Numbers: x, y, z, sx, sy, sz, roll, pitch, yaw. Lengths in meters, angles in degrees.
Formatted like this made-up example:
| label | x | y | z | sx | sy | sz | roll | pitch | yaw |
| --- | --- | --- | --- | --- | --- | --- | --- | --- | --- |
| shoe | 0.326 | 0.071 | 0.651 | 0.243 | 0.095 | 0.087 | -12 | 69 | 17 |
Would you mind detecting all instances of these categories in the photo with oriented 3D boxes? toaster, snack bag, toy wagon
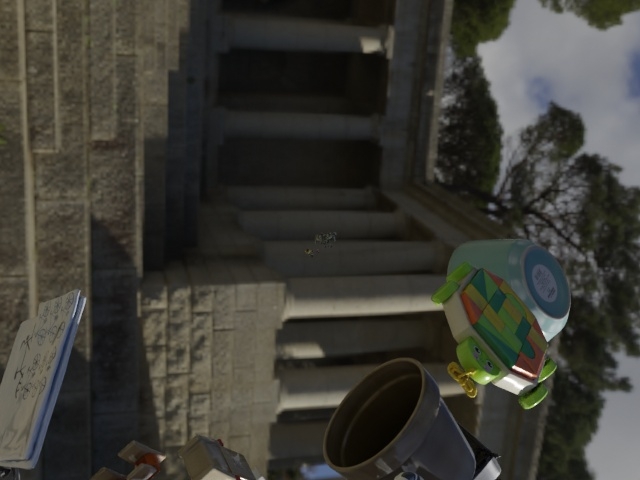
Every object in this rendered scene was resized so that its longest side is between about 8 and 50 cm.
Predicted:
| label | x | y | z | sx | sy | sz | roll | pitch | yaw |
| --- | --- | --- | --- | --- | --- | --- | --- | --- | --- |
| toaster | 0.389 | 0.621 | 2.297 | 0.185 | 0.168 | 0.110 | 36 | -13 | 47 |
| snack bag | -0.561 | 0.268 | 1.586 | 0.342 | 0.037 | 0.323 | -19 | -126 | 51 |
| toy wagon | 0.316 | 0.179 | 1.524 | 0.068 | 0.344 | 0.267 | -42 | -93 | 27 |

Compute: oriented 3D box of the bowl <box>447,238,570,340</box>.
| label | x | y | z | sx | sy | sz | roll | pitch | yaw |
| --- | --- | --- | --- | --- | --- | --- | --- | --- | --- |
| bowl | 0.450 | 0.119 | 1.900 | 0.163 | 0.311 | 0.312 | -29 | -120 | 44 |

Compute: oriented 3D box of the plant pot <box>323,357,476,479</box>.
| label | x | y | z | sx | sy | sz | roll | pitch | yaw |
| --- | --- | --- | --- | --- | --- | --- | --- | --- | --- |
| plant pot | 0.214 | 0.495 | 2.009 | 0.323 | 0.280 | 0.323 | -39 | -161 | 16 |

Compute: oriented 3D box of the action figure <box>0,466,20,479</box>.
| label | x | y | z | sx | sy | sz | roll | pitch | yaw |
| --- | --- | --- | --- | --- | --- | --- | --- | --- | --- |
| action figure | -0.744 | 0.421 | 1.827 | 0.141 | 0.275 | 0.164 | -56 | 170 | -19 |

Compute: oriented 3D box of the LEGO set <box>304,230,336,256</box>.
| label | x | y | z | sx | sy | sz | roll | pitch | yaw |
| --- | --- | --- | --- | --- | --- | --- | --- | --- | --- |
| LEGO set | 0.001 | 0.002 | 1.828 | 0.054 | 0.083 | 0.023 | 16 | -39 | 34 |

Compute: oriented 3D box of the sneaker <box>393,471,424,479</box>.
| label | x | y | z | sx | sy | sz | roll | pitch | yaw |
| --- | --- | --- | --- | --- | --- | --- | --- | --- | --- |
| sneaker | 0.142 | 0.535 | 1.684 | 0.235 | 0.153 | 0.094 | 61 | 41 | -47 |

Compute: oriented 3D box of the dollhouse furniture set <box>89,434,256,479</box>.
| label | x | y | z | sx | sy | sz | roll | pitch | yaw |
| --- | --- | --- | --- | --- | --- | --- | --- | --- | --- |
| dollhouse furniture set | -0.252 | 0.472 | 1.469 | 0.259 | 0.135 | 0.262 | -43 | -133 | 6 |

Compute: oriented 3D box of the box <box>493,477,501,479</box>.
| label | x | y | z | sx | sy | sz | roll | pitch | yaw |
| --- | --- | --- | --- | --- | --- | --- | --- | --- | --- |
| box | 0.284 | 0.773 | 2.049 | 0.395 | 0.318 | 0.097 | -42 | -98 | 25 |

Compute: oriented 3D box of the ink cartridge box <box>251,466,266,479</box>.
| label | x | y | z | sx | sy | sz | roll | pitch | yaw |
| --- | --- | --- | --- | --- | --- | --- | --- | --- | --- |
| ink cartridge box | -0.172 | 0.684 | 2.205 | 0.135 | 0.099 | 0.056 | 63 | -13 | -23 |
